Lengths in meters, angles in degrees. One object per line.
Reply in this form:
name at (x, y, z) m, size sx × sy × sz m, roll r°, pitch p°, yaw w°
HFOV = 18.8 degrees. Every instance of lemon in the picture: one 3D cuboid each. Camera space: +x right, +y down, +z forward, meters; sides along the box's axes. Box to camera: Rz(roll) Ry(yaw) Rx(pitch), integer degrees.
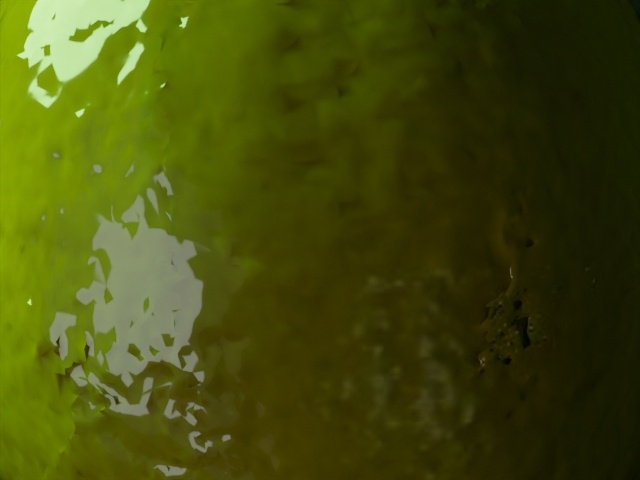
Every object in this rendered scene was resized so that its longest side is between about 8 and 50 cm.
lemon at (0.001, 0.005, 0.594) m, size 0.236 × 0.236 × 0.263 m, roll 13°, pitch 128°, yaw 54°
